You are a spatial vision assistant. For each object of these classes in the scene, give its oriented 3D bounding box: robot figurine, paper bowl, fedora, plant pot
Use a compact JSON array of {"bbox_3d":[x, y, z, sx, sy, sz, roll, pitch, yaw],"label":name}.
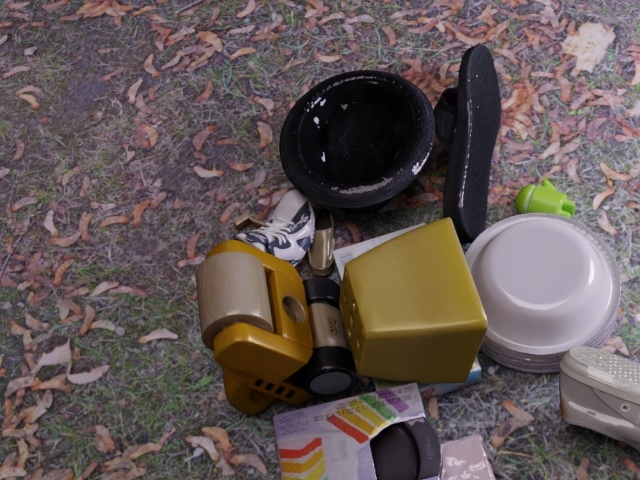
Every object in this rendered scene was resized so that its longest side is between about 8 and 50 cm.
[{"bbox_3d":[0.419,-0.066,1.983,0.115,0.067,0.101,19,72,21],"label":"robot figurine"},{"bbox_3d":[0.384,0.079,1.855,0.284,0.148,0.284,-4,58,7],"label":"paper bowl"},{"bbox_3d":[0.078,-0.171,2.060,0.334,0.152,0.334,-5,55,7],"label":"fedora"},{"bbox_3d":[0.139,0.115,1.745,0.187,0.212,0.212,-8,58,-10],"label":"plant pot"}]

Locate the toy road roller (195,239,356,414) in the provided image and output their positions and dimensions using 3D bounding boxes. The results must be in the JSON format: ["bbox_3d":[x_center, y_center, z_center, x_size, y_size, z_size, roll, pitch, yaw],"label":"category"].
[{"bbox_3d":[-0.111,0.173,1.801,0.240,0.329,0.202,-36,45,29],"label":"toy road roller"}]

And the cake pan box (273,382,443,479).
[{"bbox_3d":[0.069,0.375,1.719,0.267,0.070,0.246,-12,55,4],"label":"cake pan box"}]

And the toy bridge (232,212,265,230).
[{"bbox_3d":[-0.096,0.012,2.055,0.063,0.026,0.188,-34,60,-11],"label":"toy bridge"}]

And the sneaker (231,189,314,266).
[{"bbox_3d":[-0.092,-0.006,1.950,0.094,0.153,0.235,21,77,25],"label":"sneaker"}]

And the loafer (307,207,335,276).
[{"bbox_3d":[0.000,0.000,2.030,0.056,0.050,0.148,-5,58,8],"label":"loafer"}]

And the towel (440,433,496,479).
[{"bbox_3d":[0.145,0.494,1.689,0.331,0.053,0.317,-16,54,1],"label":"towel"}]

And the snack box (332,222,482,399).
[{"bbox_3d":[0.153,0.134,1.913,0.187,0.060,0.322,-17,58,0],"label":"snack box"}]

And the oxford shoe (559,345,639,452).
[{"bbox_3d":[0.589,0.308,1.696,0.449,0.169,0.130,21,106,13],"label":"oxford shoe"}]

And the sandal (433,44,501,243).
[{"bbox_3d":[0.268,-0.201,2.047,0.107,0.167,0.446,-5,56,29],"label":"sandal"}]
